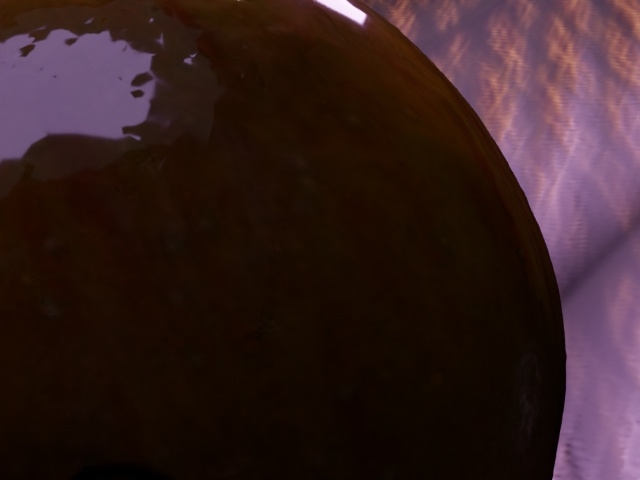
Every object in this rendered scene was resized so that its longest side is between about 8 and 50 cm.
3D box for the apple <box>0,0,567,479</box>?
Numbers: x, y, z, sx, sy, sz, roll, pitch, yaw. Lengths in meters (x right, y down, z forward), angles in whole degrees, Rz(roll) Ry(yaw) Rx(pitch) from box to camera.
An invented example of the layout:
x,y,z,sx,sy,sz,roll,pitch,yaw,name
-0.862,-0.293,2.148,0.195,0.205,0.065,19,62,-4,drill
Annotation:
x,y,z,sx,sy,sz,roll,pitch,yaw,name
-0.089,0.041,0.840,0.400,0.334,0.400,-10,12,2,apple
